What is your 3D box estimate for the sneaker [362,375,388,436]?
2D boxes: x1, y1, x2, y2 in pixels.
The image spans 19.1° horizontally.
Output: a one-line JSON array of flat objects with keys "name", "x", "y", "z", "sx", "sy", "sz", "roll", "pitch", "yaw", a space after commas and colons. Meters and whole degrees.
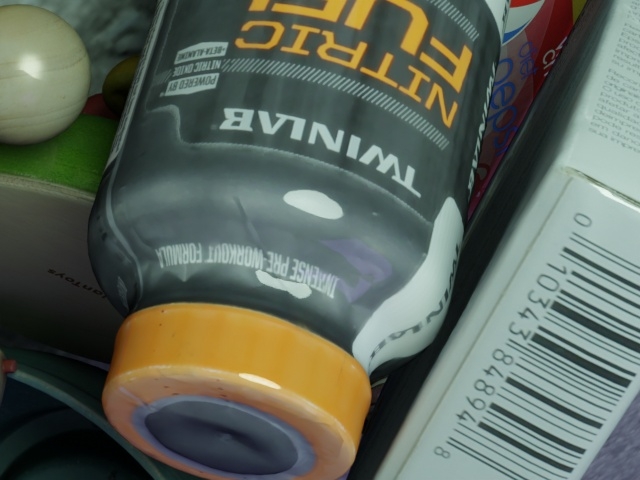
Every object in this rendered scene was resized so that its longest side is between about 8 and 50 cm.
[{"name": "sneaker", "x": 0.045, "y": 0.089, "z": 1.189, "sx": 0.071, "sy": 0.066, "sz": 0.188, "roll": 3, "pitch": 127, "yaw": -24}]

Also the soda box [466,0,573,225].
[{"name": "soda box", "x": 0.062, "y": -0.115, "z": 0.902, "sx": 0.083, "sy": 0.092, "sz": 0.263, "roll": -33, "pitch": 148, "yaw": -13}]

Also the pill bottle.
[{"name": "pill bottle", "x": -0.006, "y": -0.037, "z": 0.685, "sx": 0.130, "sy": 0.245, "sz": 0.130, "roll": 10, "pitch": 150, "yaw": 6}]

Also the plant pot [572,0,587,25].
[{"name": "plant pot", "x": 0.227, "y": -0.169, "z": 0.911, "sx": 0.212, "sy": 0.212, "sz": 0.187, "roll": -24, "pitch": 133, "yaw": -21}]

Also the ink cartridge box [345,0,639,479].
[{"name": "ink cartridge box", "x": 0.077, "y": 0.043, "z": 0.789, "sx": 0.324, "sy": 0.071, "sz": 0.330, "roll": -64, "pitch": 177, "yaw": 31}]

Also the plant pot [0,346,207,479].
[{"name": "plant pot", "x": -0.143, "y": 0.181, "z": 0.938, "sx": 0.293, "sy": 0.293, "sz": 0.196, "roll": -49, "pitch": 172, "yaw": 17}]

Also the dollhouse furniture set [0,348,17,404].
[{"name": "dollhouse furniture set", "x": -0.218, "y": 0.077, "z": 0.729, "sx": 0.129, "sy": 0.183, "sz": 0.129, "roll": -1, "pitch": 137, "yaw": 16}]

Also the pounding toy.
[{"name": "pounding toy", "x": -0.102, "y": -0.040, "z": 0.813, "sx": 0.237, "sy": 0.183, "sz": 0.110, "roll": 43, "pitch": 55, "yaw": -45}]
